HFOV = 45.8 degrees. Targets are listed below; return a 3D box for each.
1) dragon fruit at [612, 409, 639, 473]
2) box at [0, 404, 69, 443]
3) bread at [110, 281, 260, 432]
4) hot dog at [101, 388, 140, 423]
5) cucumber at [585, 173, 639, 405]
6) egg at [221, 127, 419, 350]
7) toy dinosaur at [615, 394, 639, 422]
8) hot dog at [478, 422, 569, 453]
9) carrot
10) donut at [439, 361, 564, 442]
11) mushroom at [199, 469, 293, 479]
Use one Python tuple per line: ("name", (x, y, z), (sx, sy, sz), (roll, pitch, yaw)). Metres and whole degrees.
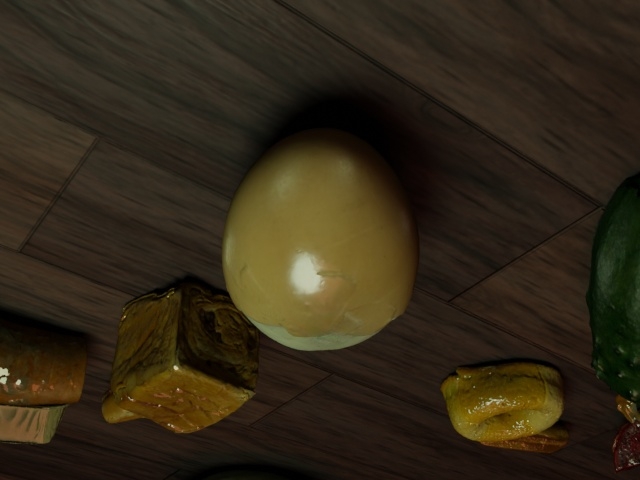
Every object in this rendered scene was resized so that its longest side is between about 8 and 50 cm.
("dragon fruit", (0.545, 0.323, 1.251), (0.162, 0.083, 0.106), (-30, 153, 9))
("box", (-0.476, 0.253, 1.174), (0.177, 0.111, 0.111), (8, 141, -9))
("bread", (-0.176, 0.150, 0.991), (0.143, 0.158, 0.149), (-29, 128, 34))
("hot dog", (-0.224, 0.216, 1.140), (0.249, 0.076, 0.102), (-17, 175, 24))
("cucumber", (0.367, 0.060, 0.865), (0.105, 0.145, 0.326), (-5, 132, 9))
("egg", (0.000, 0.000, 0.761), (0.201, 0.201, 0.245), (2, 130, -1))
("toy dinosaur", (0.446, 0.174, 1.092), (0.212, 0.057, 0.142), (51, 145, -8))
("hot dog", (0.343, 0.327, 1.281), (0.165, 0.045, 0.071), (9, 139, -9))
("carrot", (-0.475, 0.153, 1.030), (0.301, 0.139, 0.139), (10, 141, -21))
("donut", (0.283, 0.255, 1.169), (0.190, 0.075, 0.174), (-5, 141, 8))
("mushroom", (-0.140, 0.590, 1.459), (0.351, 0.261, 0.352), (2, 147, 1))
